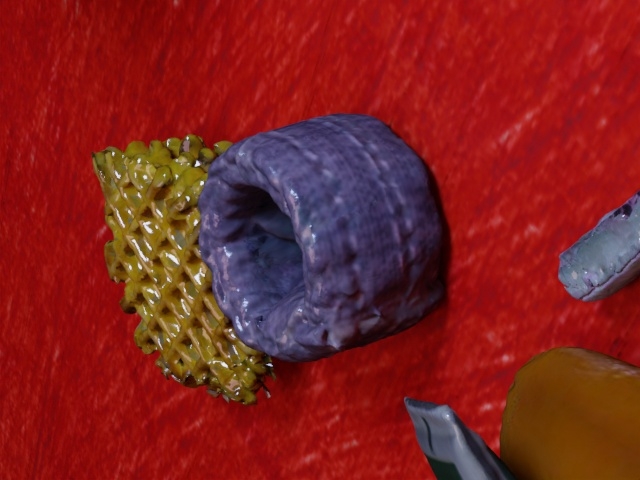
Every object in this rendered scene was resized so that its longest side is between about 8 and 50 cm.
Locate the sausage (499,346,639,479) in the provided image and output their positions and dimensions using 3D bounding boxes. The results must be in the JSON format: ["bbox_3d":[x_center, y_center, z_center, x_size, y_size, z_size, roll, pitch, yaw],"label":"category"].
[{"bbox_3d":[0.177,0.123,0.820,0.238,0.098,0.098,26,126,47],"label":"sausage"}]

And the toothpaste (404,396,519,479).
[{"bbox_3d":[0.162,0.240,0.865,0.392,0.061,0.099,56,170,-3],"label":"toothpaste"}]

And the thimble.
[{"bbox_3d":[-0.001,0.000,1.024,0.150,0.097,0.150,32,131,47],"label":"thimble"}]

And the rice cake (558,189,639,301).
[{"bbox_3d":[0.174,-0.026,0.799,0.033,0.033,0.207,60,146,15],"label":"rice cake"}]

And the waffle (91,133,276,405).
[{"bbox_3d":[-0.085,0.022,1.196,0.193,0.070,0.197,6,113,56],"label":"waffle"}]
